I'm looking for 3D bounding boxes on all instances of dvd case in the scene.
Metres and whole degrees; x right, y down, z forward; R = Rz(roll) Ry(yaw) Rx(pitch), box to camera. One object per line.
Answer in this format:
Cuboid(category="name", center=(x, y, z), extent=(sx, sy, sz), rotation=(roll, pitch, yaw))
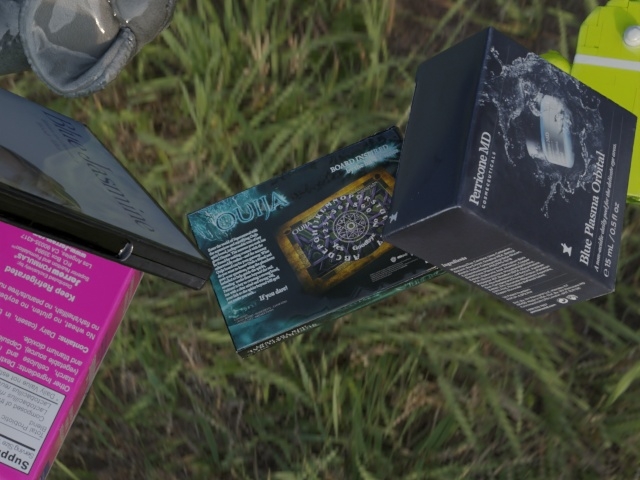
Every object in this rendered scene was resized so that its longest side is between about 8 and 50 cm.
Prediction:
Cuboid(category="dvd case", center=(-0.191, -0.056, 0.865), extent=(0.022, 0.253, 0.180), rotation=(-55, 48, 10))

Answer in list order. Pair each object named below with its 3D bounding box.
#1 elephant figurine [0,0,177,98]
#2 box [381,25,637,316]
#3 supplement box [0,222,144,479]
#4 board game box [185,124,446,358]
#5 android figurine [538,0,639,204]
Cuboid(category="elephant figurine", center=(-0.194, -0.190, 1.226), extent=(0.239, 0.186, 0.169), rotation=(18, 54, 0))
Cuboid(category="box", center=(0.145, -0.048, 1.145), extent=(0.158, 0.093, 0.156), rotation=(26, 62, -27))
Cuboid(category="supplement box", center=(-0.205, 0.064, 1.060), extent=(0.114, 0.111, 0.220), rotation=(26, 72, -2))
Cuboid(category="board game box", center=(0.000, 0.000, 1.204), extent=(0.186, 0.026, 0.126), rotation=(-23, 70, 3))
Cuboid(category="android figurine", center=(0.311, -0.119, 1.405), extent=(0.248, 0.056, 0.273), rotation=(11, 85, 16))
